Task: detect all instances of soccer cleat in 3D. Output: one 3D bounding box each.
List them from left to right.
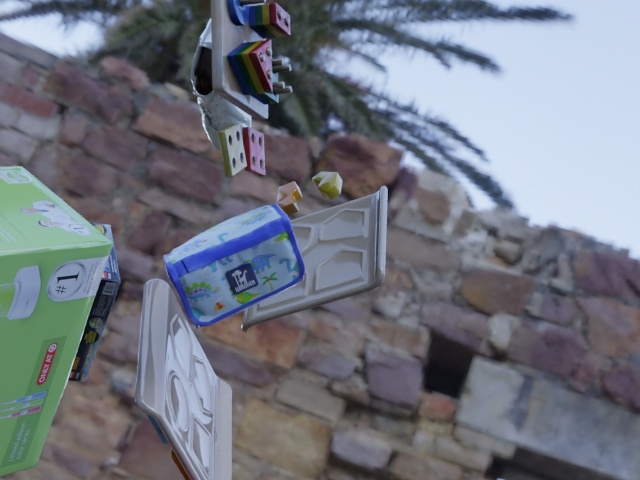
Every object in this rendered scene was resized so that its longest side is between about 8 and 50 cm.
[{"bbox_3d":[-0.118,-0.168,1.344,0.068,0.076,0.196,21,-43,15],"label":"soccer cleat"}]

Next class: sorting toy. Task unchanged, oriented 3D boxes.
[{"bbox_3d":[-0.155,0.175,1.324,0.038,0.193,0.208,-17,-48,11],"label":"sorting toy"},{"bbox_3d":[-0.067,-0.195,1.219,0.046,0.274,0.132,-4,-9,17],"label":"sorting toy"},{"bbox_3d":[0.000,0.000,1.723,0.229,0.307,0.041,-21,-56,20],"label":"sorting toy"}]

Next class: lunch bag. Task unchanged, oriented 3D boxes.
[{"bbox_3d":[-0.086,0.022,1.182,0.096,0.129,0.151,63,-7,13],"label":"lunch bag"}]

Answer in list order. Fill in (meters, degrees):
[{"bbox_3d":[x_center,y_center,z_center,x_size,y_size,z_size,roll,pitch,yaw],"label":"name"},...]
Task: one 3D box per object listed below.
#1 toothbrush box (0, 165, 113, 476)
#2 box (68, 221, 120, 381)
[{"bbox_3d":[-0.306,0.069,0.788,0.122,0.206,0.283,36,26,30],"label":"toothbrush box"},{"bbox_3d":[-0.239,0.063,1.205,0.027,0.094,0.137,10,-57,-23],"label":"box"}]
